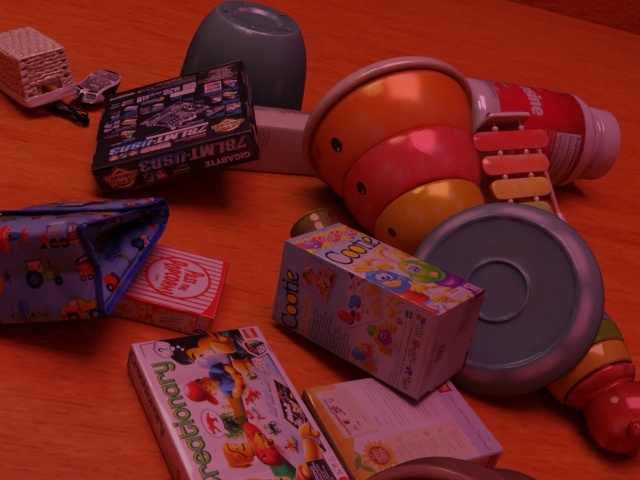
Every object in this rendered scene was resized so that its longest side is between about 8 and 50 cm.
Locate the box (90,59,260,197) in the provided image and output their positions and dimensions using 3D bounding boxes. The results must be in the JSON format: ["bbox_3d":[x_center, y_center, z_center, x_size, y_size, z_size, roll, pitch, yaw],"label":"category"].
[{"bbox_3d":[-0.271,-0.217,1.509,0.295,0.073,0.293,-15,39,1],"label":"box"}]

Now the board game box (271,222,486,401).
[{"bbox_3d":[0.083,0.097,1.208,0.275,0.144,0.142,26,27,31],"label":"board game box"}]

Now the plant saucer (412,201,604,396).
[{"bbox_3d":[0.278,0.083,1.257,0.317,0.317,0.044,36,-3,25],"label":"plant saucer"}]

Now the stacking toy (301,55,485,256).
[{"bbox_3d":[0.189,-0.066,1.460,0.351,0.350,0.480,-1,53,-27],"label":"stacking toy"}]

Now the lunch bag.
[{"bbox_3d":[-0.364,0.001,1.169,0.221,0.138,0.293,-4,19,12],"label":"lunch bag"}]

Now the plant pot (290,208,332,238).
[{"bbox_3d":[0.000,0.000,1.431,0.083,0.083,0.079,-10,55,-37],"label":"plant pot"}]

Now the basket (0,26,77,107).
[{"bbox_3d":[-0.580,-0.350,1.598,0.113,0.103,0.167,-27,45,-34],"label":"basket"}]

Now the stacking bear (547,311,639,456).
[{"bbox_3d":[0.427,0.200,1.269,0.164,0.175,0.289,-21,54,-8],"label":"stacking bear"}]

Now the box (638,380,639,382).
[{"bbox_3d":[0.604,0.212,1.234,0.128,0.257,0.122,19,35,2],"label":"box"}]

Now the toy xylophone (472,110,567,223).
[{"bbox_3d":[0.421,-0.113,1.661,0.236,0.081,0.322,-15,86,-31],"label":"toy xylophone"}]

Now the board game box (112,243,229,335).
[{"bbox_3d":[-0.248,0.067,1.231,0.193,0.045,0.147,14,33,-6],"label":"board game box"}]

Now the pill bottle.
[{"bbox_3d":[0.485,-0.244,1.876,0.408,0.229,0.229,3,36,-22],"label":"pill bottle"}]

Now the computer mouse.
[{"bbox_3d":[-0.480,-0.301,1.670,0.106,0.042,0.193,20,38,12],"label":"computer mouse"}]

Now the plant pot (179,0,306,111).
[{"bbox_3d":[-0.163,-0.385,1.767,0.293,0.235,0.293,12,34,-8],"label":"plant pot"}]

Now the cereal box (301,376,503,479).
[{"bbox_3d":[0.110,0.263,1.113,0.240,0.047,0.173,-2,36,-29],"label":"cereal box"}]

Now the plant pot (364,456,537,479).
[{"bbox_3d":[0.171,0.346,0.867,0.263,0.263,0.229,37,21,27],"label":"plant pot"}]

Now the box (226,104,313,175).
[{"bbox_3d":[-0.072,-0.207,1.663,0.275,0.113,0.094,4,34,-24],"label":"box"}]

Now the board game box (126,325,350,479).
[{"bbox_3d":[-0.111,0.240,1.035,0.193,0.053,0.305,-6,40,-31],"label":"board game box"}]
